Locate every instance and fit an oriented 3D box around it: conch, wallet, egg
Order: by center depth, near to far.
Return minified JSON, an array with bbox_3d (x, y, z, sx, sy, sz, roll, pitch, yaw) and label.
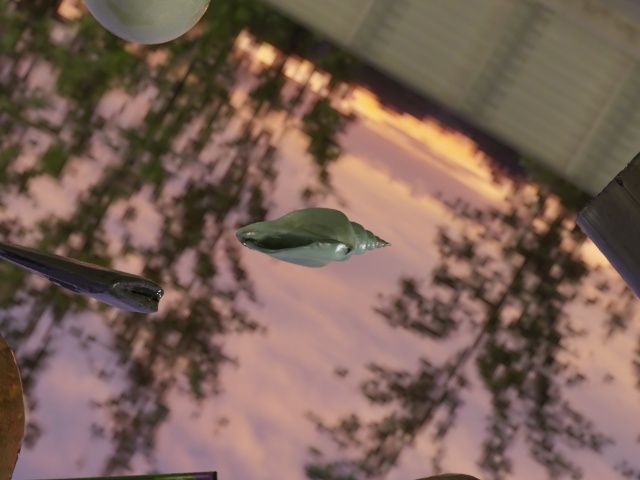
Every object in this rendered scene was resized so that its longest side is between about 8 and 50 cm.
[{"bbox_3d":[-0.002,0.005,1.724,0.180,0.065,0.088,0,-146,-22],"label":"conch"},{"bbox_3d":[-0.230,-0.359,2.093,0.186,0.186,0.253,33,164,17],"label":"egg"},{"bbox_3d":[-0.350,0.044,2.185,0.245,0.052,0.168,16,176,21],"label":"wallet"}]

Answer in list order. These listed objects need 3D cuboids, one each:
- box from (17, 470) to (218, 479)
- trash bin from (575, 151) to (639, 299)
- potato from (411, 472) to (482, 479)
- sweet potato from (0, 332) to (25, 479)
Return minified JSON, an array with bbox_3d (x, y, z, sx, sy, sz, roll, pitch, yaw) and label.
[{"bbox_3d":[-0.316,0.412,2.327,0.345,0.097,0.134,-3,-132,-2],"label":"box"},{"bbox_3d":[0.454,0.024,1.800,0.301,0.203,0.252,52,-148,14],"label":"trash bin"},{"bbox_3d":[0.113,0.267,1.423,0.202,0.117,0.182,1,179,-20],"label":"potato"},{"bbox_3d":[-0.381,0.164,1.716,0.131,0.337,0.131,1,155,0],"label":"sweet potato"}]
